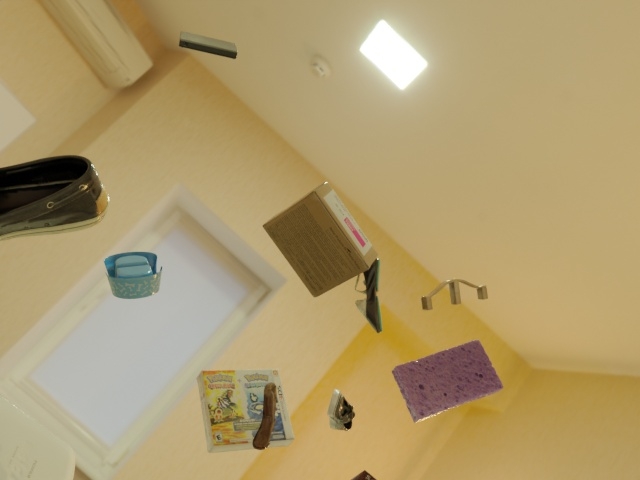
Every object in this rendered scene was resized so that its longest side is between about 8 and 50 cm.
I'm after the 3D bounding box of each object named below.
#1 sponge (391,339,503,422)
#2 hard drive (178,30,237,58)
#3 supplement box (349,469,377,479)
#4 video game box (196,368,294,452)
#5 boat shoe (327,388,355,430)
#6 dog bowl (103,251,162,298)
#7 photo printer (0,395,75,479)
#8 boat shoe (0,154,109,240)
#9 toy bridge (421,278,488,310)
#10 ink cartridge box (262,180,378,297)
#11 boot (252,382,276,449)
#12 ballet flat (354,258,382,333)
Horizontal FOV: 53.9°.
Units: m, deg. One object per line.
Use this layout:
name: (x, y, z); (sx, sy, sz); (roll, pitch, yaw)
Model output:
sponge: (0.265, 0.288, 1.310); (0.031, 0.210, 0.117); (107, -36, -55)
hard drive: (-0.268, -0.467, 1.506); (0.135, 0.022, 0.094); (9, 27, -16)
supplement box: (0.033, 0.534, 1.102); (0.073, 0.239, 0.130); (42, -58, -2)
video game box: (-0.176, 0.395, 1.482); (0.048, 0.205, 0.187); (-57, -140, 40)
boat shoe: (0.066, 0.511, 1.869); (0.076, 0.080, 0.228); (12, -38, 12)
dog bowl: (-0.584, 0.107, 1.965); (0.297, 0.166, 0.074); (-148, -125, -65)
photo printer: (-0.707, 0.533, 1.439); (0.307, 0.107, 0.256); (52, 22, -28)
boat shoe: (-0.692, -0.077, 1.285); (0.186, 0.500, 0.156); (60, -30, 34)
toy bridge: (0.335, 0.128, 1.565); (0.026, 0.188, 0.063); (173, -91, -67)
ink cartridge box: (0.000, 0.000, 1.584); (0.193, 0.088, 0.234); (-31, -82, 32)
boot: (-0.114, 0.363, 1.316); (0.037, 0.114, 0.106); (9, 17, 5)
ballet flat: (0.123, 0.141, 1.621); (0.074, 0.203, 0.074); (0, -20, 0)
